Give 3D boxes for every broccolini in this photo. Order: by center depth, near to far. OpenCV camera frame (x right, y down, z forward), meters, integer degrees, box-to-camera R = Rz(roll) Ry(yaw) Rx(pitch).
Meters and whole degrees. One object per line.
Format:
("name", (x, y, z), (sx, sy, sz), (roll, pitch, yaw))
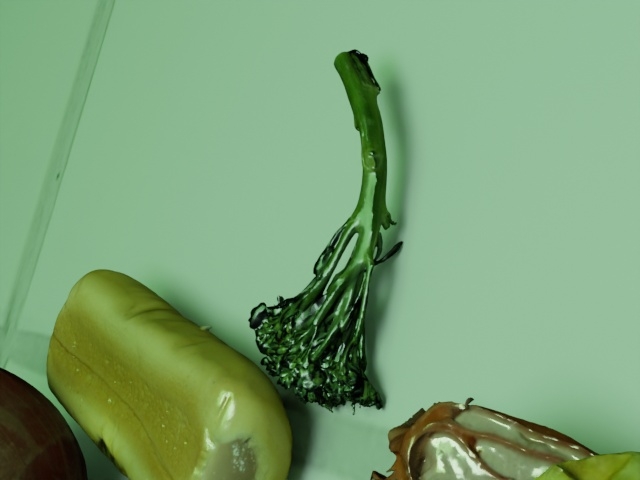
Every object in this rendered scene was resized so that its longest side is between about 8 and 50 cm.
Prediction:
("broccolini", (0.002, -0.008, 0.741), (0.123, 0.062, 0.272), (-3, 76, 33))

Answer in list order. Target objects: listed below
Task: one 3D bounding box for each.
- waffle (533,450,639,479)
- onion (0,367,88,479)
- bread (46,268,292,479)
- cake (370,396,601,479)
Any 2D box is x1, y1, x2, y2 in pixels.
("waffle", (0.131, 0.216, 0.343), (0.307, 0.060, 0.312), (-12, 44, 9))
("onion", (-0.362, 0.262, 0.825), (0.353, 0.353, 0.354), (-23, 57, 41))
("bread", (-0.127, 0.124, 0.806), (0.305, 0.091, 0.142), (28, 97, 51))
("cake", (0.134, 0.161, 0.482), (0.287, 0.135, 0.098), (28, 80, 41))
